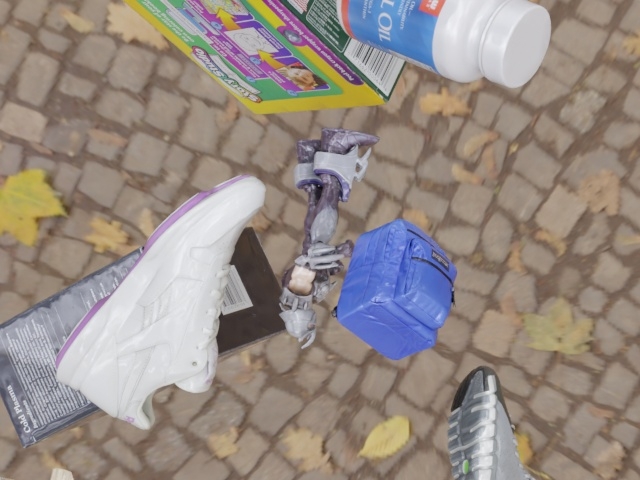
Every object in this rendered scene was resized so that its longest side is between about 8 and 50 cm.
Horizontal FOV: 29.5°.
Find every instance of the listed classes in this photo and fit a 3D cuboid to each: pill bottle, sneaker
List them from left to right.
[{"bbox_3d":[-0.140,0.066,1.289,0.152,0.114,0.305,40,102,0],"label":"sneaker"},{"bbox_3d":[0.136,-0.247,1.334,0.221,0.124,0.124,27,87,34],"label":"pill bottle"},{"bbox_3d":[0.234,0.280,1.539,0.132,0.086,0.229,19,62,-23],"label":"sneaker"}]

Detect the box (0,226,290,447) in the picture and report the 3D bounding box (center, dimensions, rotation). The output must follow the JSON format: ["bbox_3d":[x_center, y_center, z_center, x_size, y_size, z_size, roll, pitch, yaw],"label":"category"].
[{"bbox_3d":[-0.260,0.133,1.790,0.312,0.343,0.179,-28,84,23],"label":"box"}]

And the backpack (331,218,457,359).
[{"bbox_3d":[0.083,0.041,1.197,0.101,0.120,0.098,-24,128,35],"label":"backpack"}]

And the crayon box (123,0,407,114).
[{"bbox_3d":[-0.100,-0.334,1.805,0.363,0.313,0.106,39,67,-36],"label":"crayon box"}]

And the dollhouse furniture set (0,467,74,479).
[{"bbox_3d":[-0.346,0.309,1.013,0.362,0.394,0.257,12,74,-7],"label":"dollhouse furniture set"}]

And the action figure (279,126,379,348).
[{"bbox_3d":[0.000,0.000,1.577,0.099,0.185,0.285,12,77,-10],"label":"action figure"}]
